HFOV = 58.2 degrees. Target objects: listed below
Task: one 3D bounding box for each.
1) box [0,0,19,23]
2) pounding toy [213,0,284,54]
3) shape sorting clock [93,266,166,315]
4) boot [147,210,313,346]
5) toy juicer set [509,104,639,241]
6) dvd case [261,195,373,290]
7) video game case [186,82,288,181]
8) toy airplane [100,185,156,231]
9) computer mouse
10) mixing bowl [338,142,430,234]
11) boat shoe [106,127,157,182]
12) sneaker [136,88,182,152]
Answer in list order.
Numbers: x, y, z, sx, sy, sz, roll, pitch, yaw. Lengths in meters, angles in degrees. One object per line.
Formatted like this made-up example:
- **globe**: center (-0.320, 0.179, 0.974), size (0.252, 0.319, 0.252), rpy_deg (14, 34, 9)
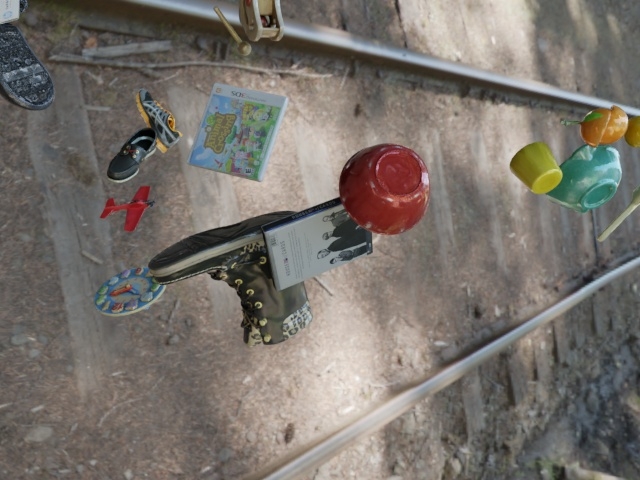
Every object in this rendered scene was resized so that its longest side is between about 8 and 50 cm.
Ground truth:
- **box**: center (-0.411, -0.377, 0.680), size (0.038, 0.186, 0.145), rpy_deg (-37, 90, -35)
- **pounding toy**: center (-0.189, -0.615, 1.525), size (0.154, 0.154, 0.270), rpy_deg (-10, 126, -25)
- **shape sorting clock**: center (-0.537, 0.139, 1.619), size (0.206, 0.206, 0.040), rpy_deg (-52, 144, -39)
- **boot**: center (-0.177, 0.107, 1.298), size (0.377, 0.138, 0.284), rpy_deg (-22, 112, -35)
- **toy juicer set**: center (0.480, -0.128, 0.974), size (0.328, 0.209, 0.090), rpy_deg (22, 35, -40)
- **dvd case**: center (0.000, 0.000, 1.221), size (0.238, 0.030, 0.179), rpy_deg (-21, 136, -14)
- **video game case**: center (-0.196, -0.257, 1.353), size (0.023, 0.193, 0.213), rpy_deg (46, 60, -72)
- **toy airplane**: center (-0.456, -0.080, 1.355), size (0.151, 0.151, 0.028), rpy_deg (-64, 146, -32)
- **computer mouse**: center (-0.700, -0.411, 1.289), size (0.188, 0.072, 0.272), rpy_deg (-37, 105, -49)
- **mixing bowl**: center (0.132, -0.110, 1.061), size (0.181, 0.098, 0.182), rpy_deg (2, 76, -9)
- **boat shoe**: center (-0.325, -0.149, 0.989), size (0.048, 0.042, 0.133), rpy_deg (24, 45, 1)
- **sneaker**: center (-0.483, -0.366, 1.723), size (0.215, 0.083, 0.084), rpy_deg (62, 2, 12)
